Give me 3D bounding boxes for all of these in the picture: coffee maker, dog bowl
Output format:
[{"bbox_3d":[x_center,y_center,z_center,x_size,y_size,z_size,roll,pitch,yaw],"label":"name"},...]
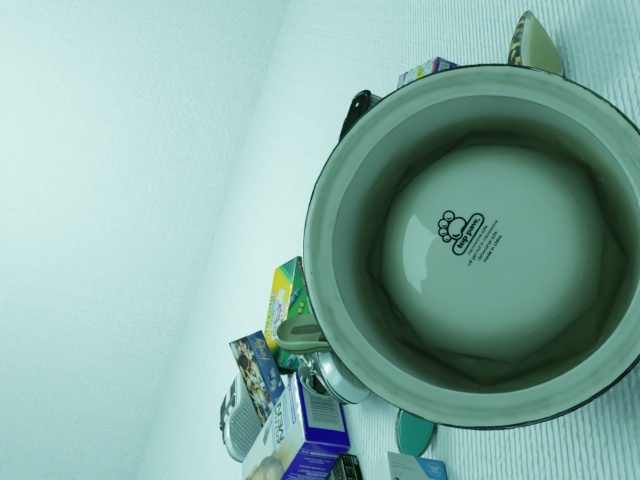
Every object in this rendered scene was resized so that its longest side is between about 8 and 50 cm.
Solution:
[{"bbox_3d":[0.131,-0.186,1.427,0.120,0.178,0.171,-108,40,-60],"label":"coffee maker"},{"bbox_3d":[0.193,0.011,0.865,0.150,0.408,0.407,25,-103,-68],"label":"dog bowl"}]

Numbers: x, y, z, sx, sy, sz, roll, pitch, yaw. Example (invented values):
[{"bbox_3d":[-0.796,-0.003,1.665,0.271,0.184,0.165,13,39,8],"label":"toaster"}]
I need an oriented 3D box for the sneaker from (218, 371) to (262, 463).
[{"bbox_3d":[-0.200,0.480,1.928,0.127,0.126,0.321,-59,14,27],"label":"sneaker"}]

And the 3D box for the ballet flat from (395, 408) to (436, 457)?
[{"bbox_3d":[0.161,0.265,1.210,0.070,0.070,0.188,157,127,-66],"label":"ballet flat"}]

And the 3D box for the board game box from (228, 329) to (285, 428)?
[{"bbox_3d":[-0.141,0.347,1.795,0.165,0.042,0.243,-32,79,63],"label":"board game box"}]

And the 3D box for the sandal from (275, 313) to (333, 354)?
[{"bbox_3d":[0.039,0.146,1.364,0.303,0.086,0.120,-13,26,25],"label":"sandal"}]

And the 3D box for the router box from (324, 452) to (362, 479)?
[{"bbox_3d":[0.046,0.478,1.381,0.122,0.038,0.092,-105,36,-56],"label":"router box"}]

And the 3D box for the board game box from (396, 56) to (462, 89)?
[{"bbox_3d":[0.198,-0.152,1.275,0.144,0.142,0.275,175,109,-70],"label":"board game box"}]

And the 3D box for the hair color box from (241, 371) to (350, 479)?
[{"bbox_3d":[-0.064,0.468,1.589,0.185,0.110,0.338,-103,32,-51],"label":"hair color box"}]

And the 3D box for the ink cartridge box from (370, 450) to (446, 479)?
[{"bbox_3d":[0.140,0.411,1.077,0.180,0.104,0.060,-96,29,-44],"label":"ink cartridge box"}]

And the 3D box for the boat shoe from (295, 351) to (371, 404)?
[{"bbox_3d":[0.018,0.264,1.473,0.119,0.121,0.335,-51,12,4],"label":"boat shoe"}]

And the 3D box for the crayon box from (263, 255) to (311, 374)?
[{"bbox_3d":[-0.074,0.194,1.852,0.165,0.081,0.278,149,132,-63],"label":"crayon box"}]

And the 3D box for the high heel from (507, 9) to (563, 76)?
[{"bbox_3d":[0.285,-0.211,1.143,0.186,0.093,0.261,-29,58,56],"label":"high heel"}]

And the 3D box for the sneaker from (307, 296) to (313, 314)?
[{"bbox_3d":[0.036,0.117,1.602,0.225,0.088,0.092,128,149,-48],"label":"sneaker"}]
